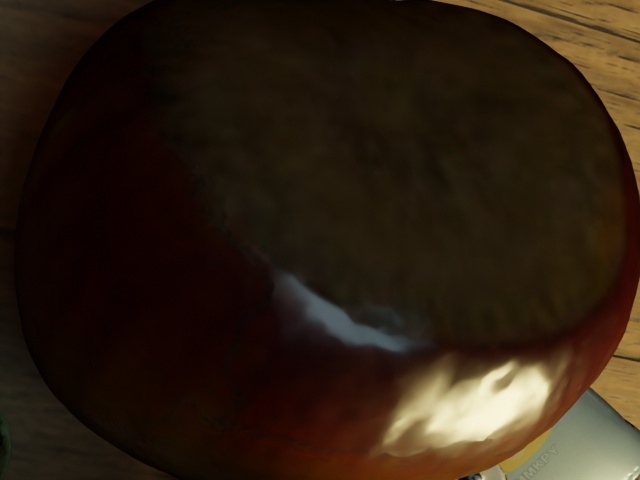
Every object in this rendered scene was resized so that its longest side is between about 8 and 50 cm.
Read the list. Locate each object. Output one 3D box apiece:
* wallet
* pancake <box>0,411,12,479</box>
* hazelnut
[{"bbox_3d":[0.132,0.149,1.538,0.170,0.069,0.231,-46,115,5],"label":"wallet"},{"bbox_3d":[-0.266,0.153,1.340,0.116,0.022,0.129,41,83,-28],"label":"pancake"},{"bbox_3d":[0.000,0.000,1.299,0.409,0.359,0.359,3,97,-34],"label":"hazelnut"}]
